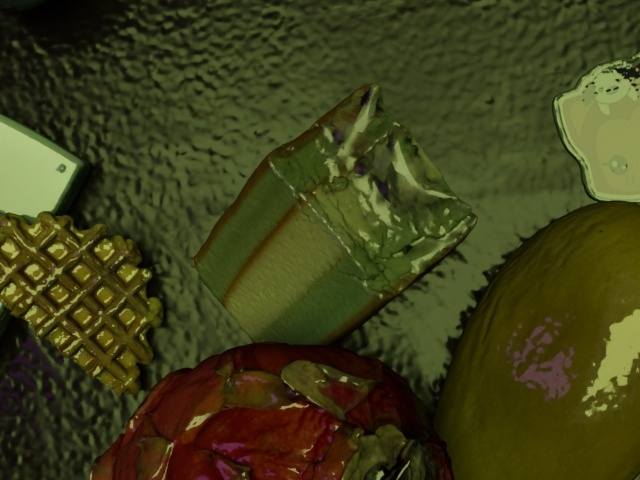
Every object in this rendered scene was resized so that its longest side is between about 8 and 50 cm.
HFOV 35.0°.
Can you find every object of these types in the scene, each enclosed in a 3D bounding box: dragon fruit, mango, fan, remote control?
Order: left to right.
[{"bbox_3d":[-0.359,0.043,0.963,0.145,0.050,0.344,29,90,0],"label":"remote control"},{"bbox_3d":[-0.033,0.210,0.805,0.342,0.277,0.278,-17,84,37],"label":"dragon fruit"},{"bbox_3d":[0.204,0.121,0.852,0.195,0.142,0.332,27,95,48],"label":"mango"},{"bbox_3d":[0.309,-0.067,0.934,0.132,0.009,0.220,-29,83,5],"label":"fan"}]

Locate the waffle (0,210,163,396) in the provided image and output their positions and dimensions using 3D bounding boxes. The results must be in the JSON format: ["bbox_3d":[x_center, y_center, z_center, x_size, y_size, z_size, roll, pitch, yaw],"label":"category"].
[{"bbox_3d":[-0.239,0.056,0.933,0.192,0.046,0.161,9,94,-15],"label":"waffle"}]

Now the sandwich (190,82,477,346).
[{"bbox_3d":[0.000,0.000,0.863,0.227,0.198,0.155,-39,84,2],"label":"sandwich"}]

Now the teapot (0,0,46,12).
[{"bbox_3d":[-0.220,-0.314,0.929,0.250,0.183,0.184,-12,85,-8],"label":"teapot"}]
